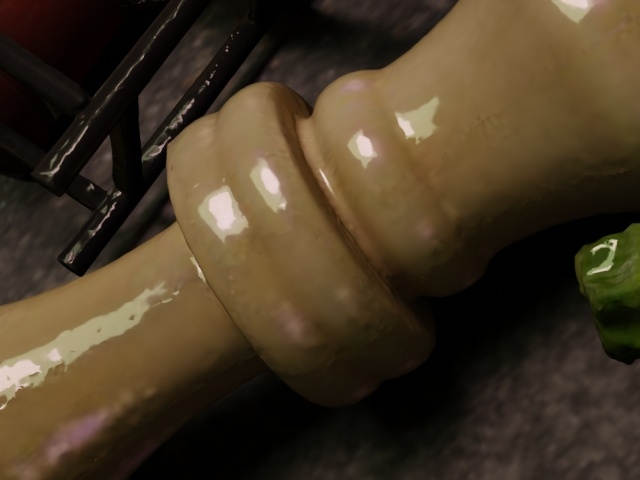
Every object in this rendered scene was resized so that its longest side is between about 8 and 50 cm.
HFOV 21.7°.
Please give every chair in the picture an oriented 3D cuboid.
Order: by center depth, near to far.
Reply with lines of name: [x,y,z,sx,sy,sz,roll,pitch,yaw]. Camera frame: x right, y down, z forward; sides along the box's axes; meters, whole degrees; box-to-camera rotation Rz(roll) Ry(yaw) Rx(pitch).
chair: [-0.066,-0.138,0.614,0.260,0.154,0.141,-55,-4,-14]

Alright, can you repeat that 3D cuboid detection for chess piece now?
chess piece: [0.000,0.000,0.501,0.397,0.117,0.117,-32,40,12]

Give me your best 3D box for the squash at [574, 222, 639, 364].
squash: [0.214,-0.047,0.342,0.370,0.118,0.118,-25,42,24]

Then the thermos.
thermos: [-0.099,-0.144,0.730,0.124,0.099,0.232,28,73,19]
